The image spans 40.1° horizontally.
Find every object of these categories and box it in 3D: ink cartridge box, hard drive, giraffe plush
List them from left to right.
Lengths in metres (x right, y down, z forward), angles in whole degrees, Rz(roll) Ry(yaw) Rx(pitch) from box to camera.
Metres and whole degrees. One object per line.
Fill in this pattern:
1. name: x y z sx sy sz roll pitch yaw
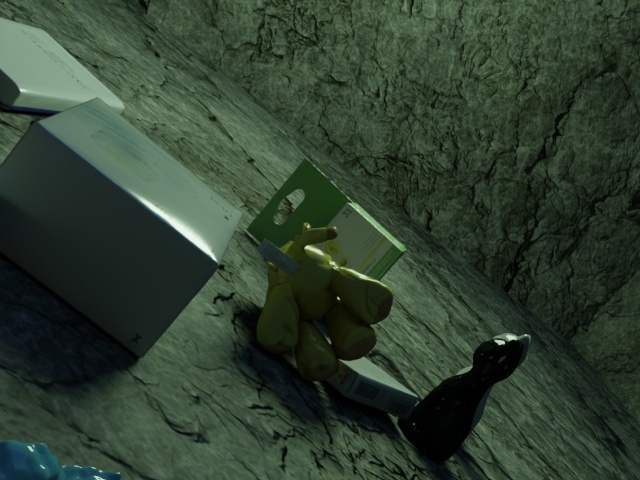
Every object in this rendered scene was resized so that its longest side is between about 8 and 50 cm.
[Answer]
1. hard drive: -0.447 -0.267 1.327 0.210 0.040 0.319 42 12 6
2. giraffe plush: -0.021 0.066 1.201 0.210 0.181 0.170 56 -3 -13
3. ink cartridge box: 0.000 0.000 1.451 0.235 0.171 0.056 43 13 10
4. ink cartridge box: 0.035 0.185 1.268 0.145 0.045 0.179 29 -1 -42

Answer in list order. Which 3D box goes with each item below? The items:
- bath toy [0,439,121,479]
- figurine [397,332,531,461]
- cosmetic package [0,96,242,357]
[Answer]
1. bath toy: -0.084 0.257 0.409 0.151 0.129 0.348 -17 51 -35
2. figurine: 0.237 0.217 1.325 0.092 0.209 0.215 45 12 15
3. cosmetic package: -0.220 -0.025 0.953 0.224 0.138 0.224 39 14 -9
